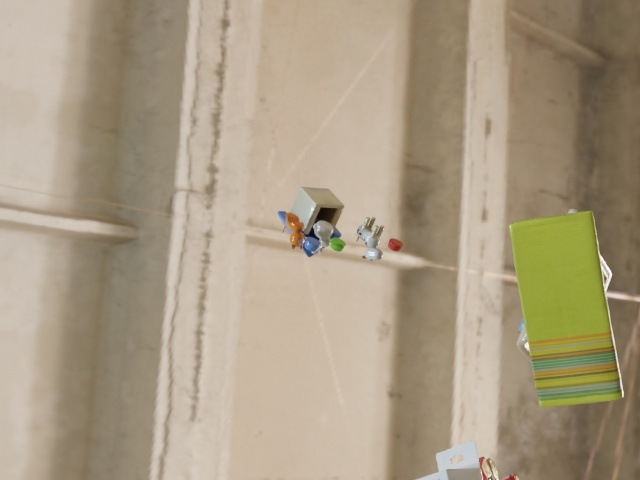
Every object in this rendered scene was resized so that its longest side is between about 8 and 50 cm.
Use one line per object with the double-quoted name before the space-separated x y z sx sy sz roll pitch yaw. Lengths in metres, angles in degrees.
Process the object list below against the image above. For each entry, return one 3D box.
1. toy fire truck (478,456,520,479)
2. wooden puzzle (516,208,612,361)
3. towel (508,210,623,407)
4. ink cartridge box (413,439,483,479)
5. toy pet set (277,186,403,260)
"toy fire truck" 0.313 0.439 1.742 0.135 0.047 0.192 63 -161 6
"wooden puzzle" 0.361 0.097 1.459 0.239 0.044 0.221 47 -117 -51
"towel" 0.297 0.085 1.182 0.021 0.102 0.237 -41 -60 -71
"ink cartridge box" 0.175 0.371 1.327 0.061 0.104 0.181 5 -115 -27
"toy pet set" 0.000 0.000 0.997 0.122 0.114 0.065 2 -57 -38
